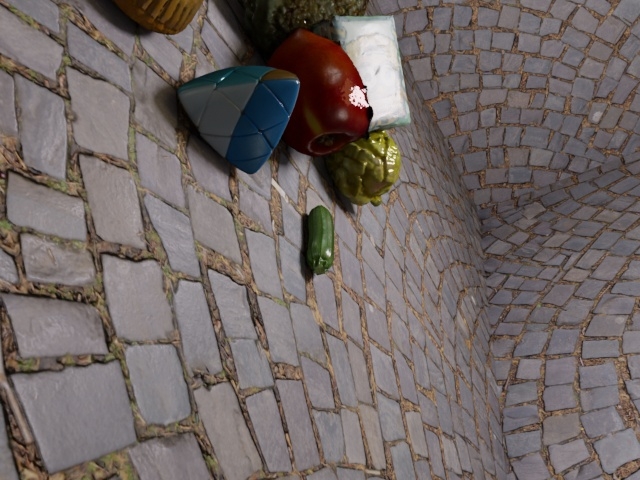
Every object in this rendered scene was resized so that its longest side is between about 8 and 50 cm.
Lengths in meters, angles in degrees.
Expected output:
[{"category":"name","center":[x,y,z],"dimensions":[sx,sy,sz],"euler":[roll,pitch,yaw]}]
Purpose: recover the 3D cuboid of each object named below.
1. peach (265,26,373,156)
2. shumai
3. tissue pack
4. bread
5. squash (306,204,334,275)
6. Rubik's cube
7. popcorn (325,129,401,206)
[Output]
[{"category":"peach","center":[-0.041,-0.380,1.514],"dimensions":[0.201,0.258,0.361],"euler":[-17,80,-32]},{"category":"shumai","center":[-0.084,-0.721,1.681],"dimensions":[0.348,0.395,0.395],"euler":[51,12,31]},{"category":"tissue pack","center":[0.114,-0.453,1.644],"dimensions":[0.228,0.128,0.310],"euler":[-16,101,-34]},{"category":"bread","center":[-0.327,-0.512,1.145],"dimensions":[0.240,0.139,0.239],"euler":[43,35,-40]},{"category":"squash","center":[0.000,0.000,1.500],"dimensions":[0.219,0.068,0.077],"euler":[-88,163,-44]},{"category":"Rubik's cube","center":[-0.165,-0.293,1.208],"dimensions":[0.254,0.255,0.254],"euler":[47,31,-40]},{"category":"popcorn","center":[0.125,-0.223,1.803],"dimensions":[0.212,0.259,0.259],"euler":[-13,82,-52]}]
